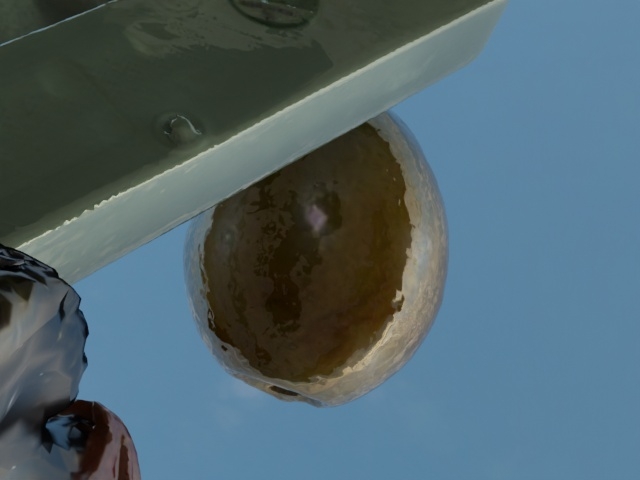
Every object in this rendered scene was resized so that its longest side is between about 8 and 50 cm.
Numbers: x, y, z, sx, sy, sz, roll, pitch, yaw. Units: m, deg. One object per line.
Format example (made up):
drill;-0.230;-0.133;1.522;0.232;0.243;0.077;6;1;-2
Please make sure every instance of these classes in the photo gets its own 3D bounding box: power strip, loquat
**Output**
power strip;-0.051;-0.068;0.567;0.385;0.062;0.091;-31;-114;-34
loquat;0.000;0.000;0.873;0.179;0.179;0.227;8;-111;14

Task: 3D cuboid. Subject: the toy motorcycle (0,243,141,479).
toy motorcycle;-0.175;0.202;0.441;0.134;0.207;0.401;22;-106;31

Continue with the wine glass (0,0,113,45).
wine glass;-0.127;-0.204;0.778;0.103;0.103;0.231;5;-140;13
